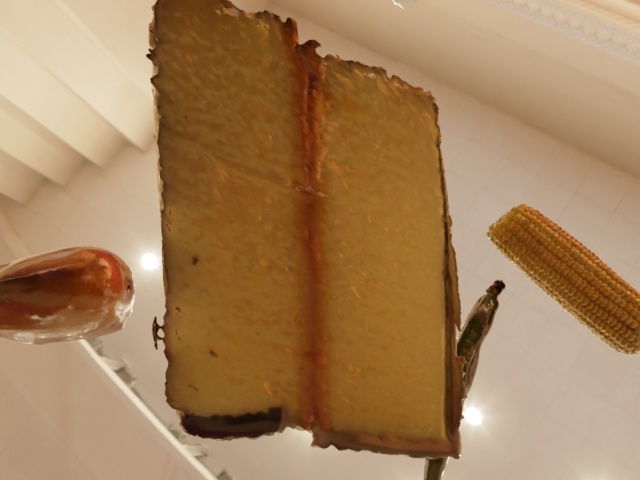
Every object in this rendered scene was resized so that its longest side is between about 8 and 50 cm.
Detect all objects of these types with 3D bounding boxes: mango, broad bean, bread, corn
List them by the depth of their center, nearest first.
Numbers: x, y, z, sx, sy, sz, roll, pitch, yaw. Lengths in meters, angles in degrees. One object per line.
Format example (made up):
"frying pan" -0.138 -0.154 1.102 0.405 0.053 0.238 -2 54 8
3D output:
"bread" 0.000 0.000 0.716 0.345 0.405 0.242 1 -144 -14
"broad bean" 0.177 0.183 0.934 0.043 0.060 0.298 14 -100 39
"corn" 0.330 0.046 0.940 0.248 0.081 0.081 43 -93 11
"mango" -0.392 0.079 1.047 0.236 0.166 0.136 -11 -99 -12

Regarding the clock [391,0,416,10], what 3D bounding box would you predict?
"clock" 0.090 -0.480 1.156 0.083 0.230 0.230 -39 -113 20
